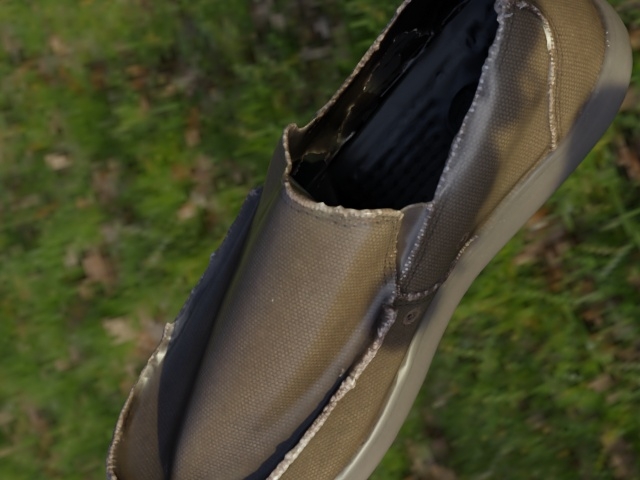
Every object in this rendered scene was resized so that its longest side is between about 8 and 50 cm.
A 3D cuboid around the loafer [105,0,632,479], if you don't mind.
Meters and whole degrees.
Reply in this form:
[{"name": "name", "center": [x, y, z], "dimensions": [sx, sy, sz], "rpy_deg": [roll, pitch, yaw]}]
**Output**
[{"name": "loafer", "center": [0.000, 0.000, 0.944], "dimensions": [0.134, 0.130, 0.366], "rpy_deg": [35, 91, 37]}]
